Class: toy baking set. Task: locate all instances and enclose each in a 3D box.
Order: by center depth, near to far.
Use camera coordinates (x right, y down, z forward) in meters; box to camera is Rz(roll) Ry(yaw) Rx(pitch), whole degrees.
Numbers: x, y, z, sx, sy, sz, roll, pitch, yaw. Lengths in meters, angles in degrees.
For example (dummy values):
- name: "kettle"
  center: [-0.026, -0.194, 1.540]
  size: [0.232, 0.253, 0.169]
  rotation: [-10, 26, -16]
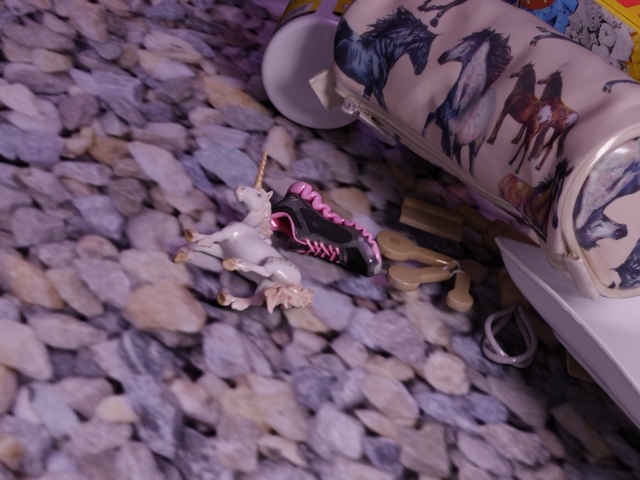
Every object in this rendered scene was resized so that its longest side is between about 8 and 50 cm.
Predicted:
- name: "toy baking set"
  center: [0.157, 0.044, 1.665]
  size: [0.256, 0.030, 0.197]
  rotation: [33, 33, 19]

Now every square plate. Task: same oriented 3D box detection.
- name: "square plate"
  center: [0.339, 0.130, 1.543]
  size: [0.347, 0.049, 0.344]
  rotation: [16, 20, -29]

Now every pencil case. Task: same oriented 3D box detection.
- name: "pencil case"
  center: [0.166, -0.100, 1.642]
  size: [0.160, 0.183, 0.410]
  rotation: [48, -4, -41]

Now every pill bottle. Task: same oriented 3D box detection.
- name: "pill bottle"
  center: [0.015, -0.203, 1.903]
  size: [0.119, 0.119, 0.208]
  rotation: [21, 28, 0]

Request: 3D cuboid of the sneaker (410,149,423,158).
- name: "sneaker"
  center: [0.117, -0.167, 1.932]
  size: [0.130, 0.109, 0.286]
  rotation: [2, 29, -17]

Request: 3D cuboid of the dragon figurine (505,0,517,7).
- name: "dragon figurine"
  center: [0.317, -0.234, 2.198]
  size: [0.289, 0.085, 0.144]
  rotation: [-12, 43, -44]

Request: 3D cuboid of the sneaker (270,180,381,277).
- name: "sneaker"
  center: [0.000, 0.000, 1.627]
  size: [0.119, 0.047, 0.057]
  rotation: [37, 54, 28]

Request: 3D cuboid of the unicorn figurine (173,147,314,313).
- name: "unicorn figurine"
  center: [-0.061, 0.006, 1.559]
  size: [0.111, 0.060, 0.162]
  rotation: [-7, 55, -43]

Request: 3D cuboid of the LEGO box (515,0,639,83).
- name: "LEGO box"
  center: [0.497, -0.169, 1.915]
  size: [0.500, 0.193, 0.372]
  rotation: [-17, 44, -31]
